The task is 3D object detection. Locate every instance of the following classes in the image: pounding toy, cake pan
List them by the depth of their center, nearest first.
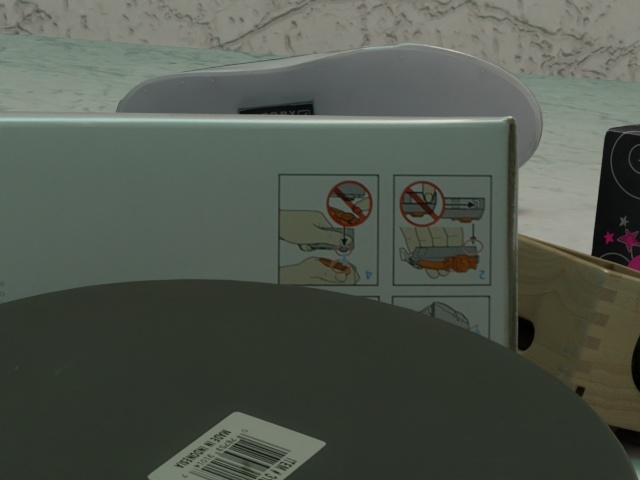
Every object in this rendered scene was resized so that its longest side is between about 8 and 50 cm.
[{"bbox_3d":[-0.031,0.088,0.566,0.293,0.054,0.293,3,24,-1],"label":"cake pan"},{"bbox_3d":[0.130,0.061,0.917,0.130,0.100,0.141,15,5,-36],"label":"pounding toy"}]

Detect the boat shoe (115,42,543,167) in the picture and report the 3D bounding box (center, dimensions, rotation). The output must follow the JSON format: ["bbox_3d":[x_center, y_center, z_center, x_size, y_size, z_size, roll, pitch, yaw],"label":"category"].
[{"bbox_3d":[0.010,-0.101,1.657,0.367,0.136,0.156,-4,6,5],"label":"boat shoe"}]

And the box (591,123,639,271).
[{"bbox_3d":[0.297,0.013,1.066,0.247,0.142,0.163,11,12,35],"label":"box"}]

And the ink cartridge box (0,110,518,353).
[{"bbox_3d":[-0.088,0.010,0.850,0.309,0.130,0.272,0,2,-6],"label":"ink cartridge box"}]
